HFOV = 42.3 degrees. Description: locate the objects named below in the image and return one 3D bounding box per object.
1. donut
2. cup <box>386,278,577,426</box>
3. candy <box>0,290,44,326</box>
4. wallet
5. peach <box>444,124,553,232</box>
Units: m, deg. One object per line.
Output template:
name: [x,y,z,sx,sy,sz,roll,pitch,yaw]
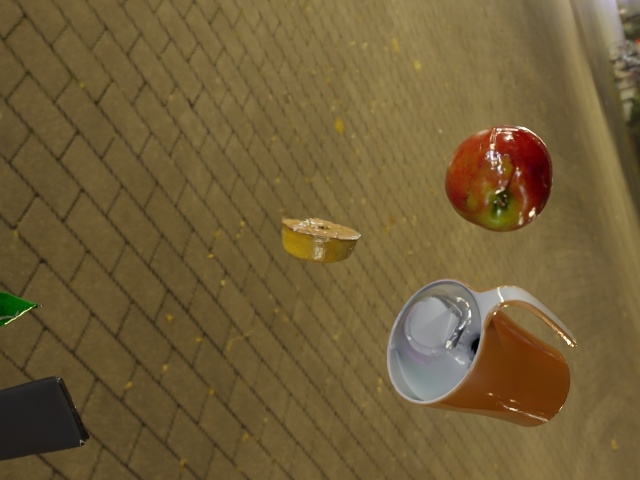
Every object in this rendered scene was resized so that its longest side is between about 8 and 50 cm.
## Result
donut: [0.000,0.000,1.087,0.108,0.097,0.043,-3,110,-42]
cup: [0.247,0.162,1.187,0.264,0.226,0.182,26,38,-33]
candy: [-0.600,0.118,1.432,0.203,0.141,0.078,19,71,-71]
wallet: [-0.504,0.299,1.362,0.025,0.244,0.124,-50,123,-65]
peach: [0.310,-0.115,1.425,0.197,0.197,0.197,40,43,-52]
